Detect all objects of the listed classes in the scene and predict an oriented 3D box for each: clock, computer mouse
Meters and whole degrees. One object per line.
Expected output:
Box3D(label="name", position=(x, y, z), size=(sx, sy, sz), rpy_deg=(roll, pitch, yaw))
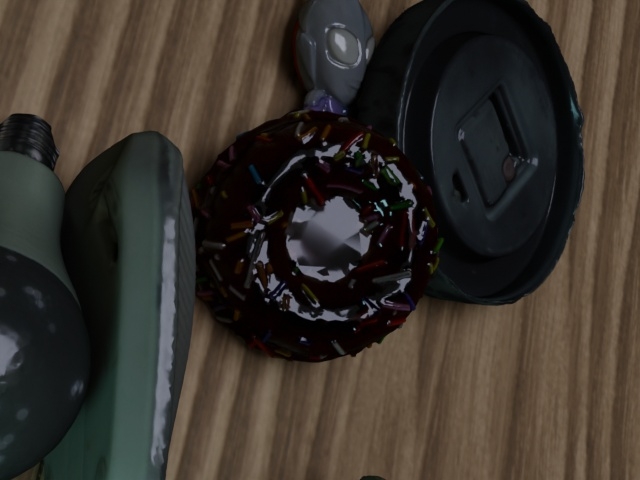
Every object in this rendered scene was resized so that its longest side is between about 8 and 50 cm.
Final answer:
Box3D(label="clock", position=(0.159, -0.095, 1.460), size=(0.325, 0.067, 0.325), rpy_deg=(0, 90, -48))
Box3D(label="computer mouse", position=(-0.147, 0.078, 1.100), size=(0.095, 0.197, 0.331), rpy_deg=(6, 78, -26))

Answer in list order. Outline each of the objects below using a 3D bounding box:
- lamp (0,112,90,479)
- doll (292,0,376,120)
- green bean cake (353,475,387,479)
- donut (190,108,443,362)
Box3D(label="lamp", position=(-0.260, 0.046, 1.065), size=(0.182, 0.182, 0.314), rpy_deg=(38, 23, -28))
Box3D(label="doll", position=(0.011, -0.172, 1.394), size=(0.102, 0.075, 0.228), rpy_deg=(8, 84, -57))
Box3D(label="green bean cake", position=(0.013, 0.313, 1.221), size=(0.183, 0.094, 0.185), rpy_deg=(-24, 92, -23))
Box3D(label="donut", position=(0.000, 0.000, 1.269), size=(0.235, 0.089, 0.235), rpy_deg=(-1, 93, -16))
